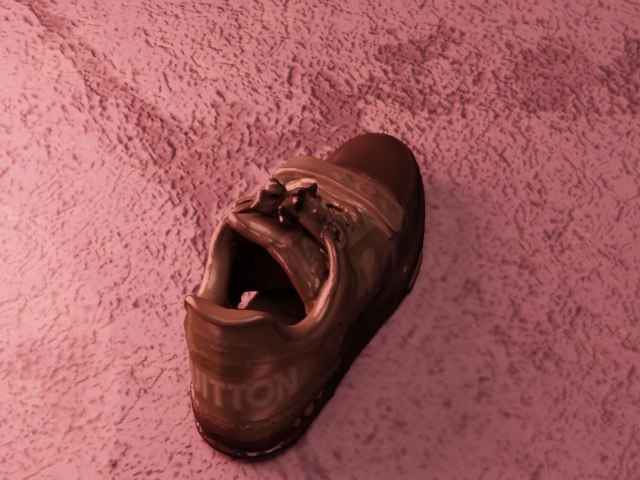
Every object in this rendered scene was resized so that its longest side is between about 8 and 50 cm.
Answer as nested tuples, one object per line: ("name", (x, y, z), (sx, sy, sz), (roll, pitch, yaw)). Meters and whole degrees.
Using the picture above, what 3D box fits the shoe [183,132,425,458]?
("shoe", (-0.002, -0.001, 1.089), (0.109, 0.149, 0.293), (17, 51, 17))
